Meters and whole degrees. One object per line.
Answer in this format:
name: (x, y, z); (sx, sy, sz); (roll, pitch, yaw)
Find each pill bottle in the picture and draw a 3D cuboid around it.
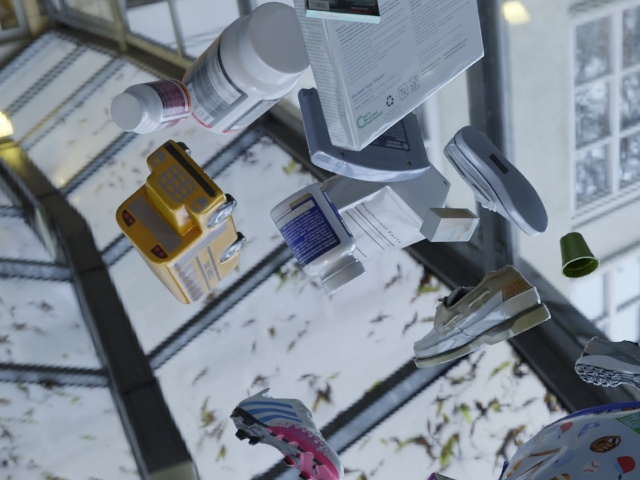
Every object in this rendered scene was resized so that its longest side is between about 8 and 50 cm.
pill bottle: (0.000, 0.000, 1.705); (0.112, 0.187, 0.112); (-31, 176, -3)
pill bottle: (-0.132, -0.314, 1.719); (0.161, 0.161, 0.283); (-28, -179, -34)
pill bottle: (-0.293, -0.232, 1.623); (0.086, 0.086, 0.152); (3, -165, 23)

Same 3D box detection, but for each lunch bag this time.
lunch bag: (0.444, 0.444, 1.557); (0.385, 0.239, 0.328); (-17, -168, 35)

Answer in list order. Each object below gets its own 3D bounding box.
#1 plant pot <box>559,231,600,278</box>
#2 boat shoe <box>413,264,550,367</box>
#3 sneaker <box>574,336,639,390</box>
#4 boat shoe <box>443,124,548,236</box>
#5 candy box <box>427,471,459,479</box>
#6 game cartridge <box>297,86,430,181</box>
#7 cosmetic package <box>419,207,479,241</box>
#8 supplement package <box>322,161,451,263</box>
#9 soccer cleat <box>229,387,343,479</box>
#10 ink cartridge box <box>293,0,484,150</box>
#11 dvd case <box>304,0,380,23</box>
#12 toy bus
plant pot: (0.547, 0.027, 2.011); (0.083, 0.083, 0.079); (-9, -125, 0)
boat shoe: (0.243, 0.124, 1.514); (0.113, 0.103, 0.302); (-20, 171, -37)
sneaker: (0.704, 0.272, 2.062); (0.271, 0.100, 0.108); (11, -122, 30)
boat shoe: (0.342, -0.106, 1.838); (0.095, 0.258, 0.084); (-26, 167, -42)
candy box: (0.212, 0.417, 1.254); (0.233, 0.159, 0.071); (23, -163, -25)
game cartridge: (0.095, -0.222, 2.026); (0.294, 0.060, 0.196); (6, -124, -31)
cosmetic package: (0.261, -0.032, 1.897); (0.115, 0.060, 0.041); (-3, -145, -39)
supplement package: (0.135, -0.084, 2.248); (0.293, 0.175, 0.178); (-25, -150, 42)
soccer cleat: (-0.051, 0.402, 2.003); (0.331, 0.116, 0.143); (21, -137, 41)
ink cartridge box: (0.102, -0.349, 1.354); (0.071, 0.330, 0.324); (17, -136, 42)
dvd case: (0.021, -0.298, 1.087); (0.087, 0.013, 0.119); (2, -128, -11)
toy bus: (-0.187, -0.015, 1.275); (0.130, 0.108, 0.333); (-41, 169, -10)
